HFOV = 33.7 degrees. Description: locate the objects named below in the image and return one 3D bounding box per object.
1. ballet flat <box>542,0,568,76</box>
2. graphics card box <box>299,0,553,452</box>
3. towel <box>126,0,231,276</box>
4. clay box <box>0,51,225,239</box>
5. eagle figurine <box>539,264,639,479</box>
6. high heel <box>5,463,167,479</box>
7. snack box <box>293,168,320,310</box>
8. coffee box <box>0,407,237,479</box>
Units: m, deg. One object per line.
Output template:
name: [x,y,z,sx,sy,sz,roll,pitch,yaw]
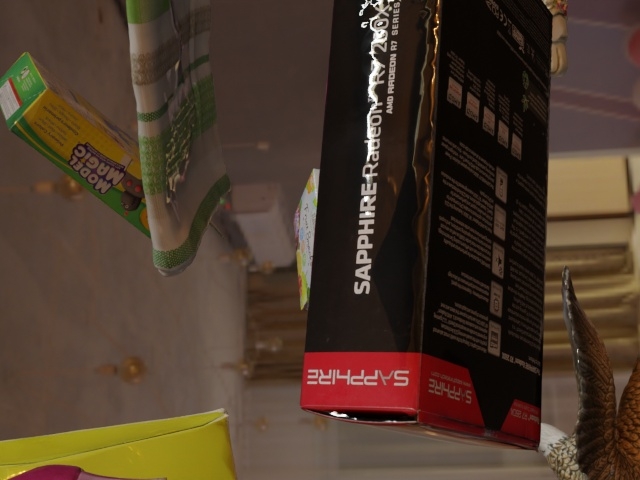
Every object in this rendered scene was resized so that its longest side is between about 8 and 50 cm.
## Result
ballet flat: [0.205,-0.164,1.075,0.091,0.077,0.241,-6,-55,-57]
graphics card box: [0.091,-0.042,0.776,0.233,0.094,0.370,24,-113,-56]
towel: [-0.066,-0.073,0.512,0.113,0.023,0.152,-80,-10,-64]
clay box: [-0.190,-0.069,0.964,0.222,0.053,0.127,43,-177,-32]
eagle figurine: [0.290,0.201,1.071,0.298,0.225,0.226,-63,-24,-4]
high heel: [-0.159,0.230,0.693,0.244,0.117,0.082,99,170,-49]
snack box: [0.000,0.000,1.262,0.100,0.037,0.141,116,154,-50]
coffee box: [-0.243,0.373,0.946,0.334,0.338,0.337,123,139,-61]
